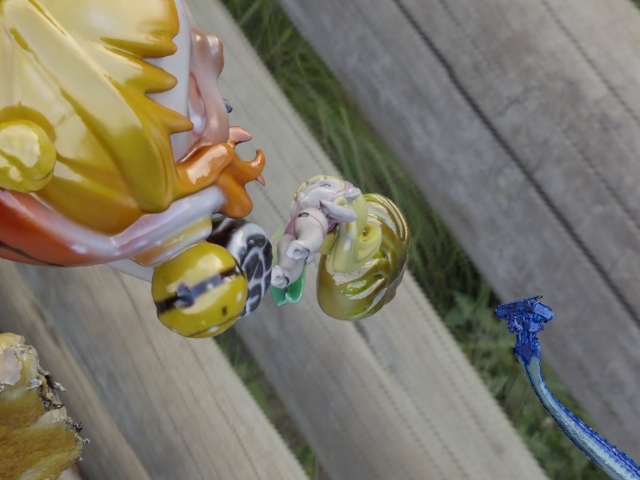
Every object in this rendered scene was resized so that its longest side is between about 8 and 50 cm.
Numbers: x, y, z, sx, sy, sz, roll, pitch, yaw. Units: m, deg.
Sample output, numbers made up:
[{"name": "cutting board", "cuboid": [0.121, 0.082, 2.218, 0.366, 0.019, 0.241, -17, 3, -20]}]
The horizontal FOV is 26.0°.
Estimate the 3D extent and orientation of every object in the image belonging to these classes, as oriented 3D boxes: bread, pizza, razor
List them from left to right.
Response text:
[{"name": "pizza", "cuboid": [-0.199, 0.109, 0.727, 0.147, 0.226, 0.069, -28, 67, -6]}, {"name": "bread", "cuboid": [0.070, 0.028, 2.038, 0.104, 0.213, 0.213, 17, 56, 20]}, {"name": "razor", "cuboid": [0.278, 0.196, 1.370, 0.056, 0.093, 0.324, -39, 94, -14]}]

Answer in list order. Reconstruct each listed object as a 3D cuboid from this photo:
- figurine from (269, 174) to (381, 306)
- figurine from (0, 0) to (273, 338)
[{"name": "figurine", "cuboid": [0.000, 0.000, 1.068, 0.083, 0.083, 0.187, 19, 17, 6]}, {"name": "figurine", "cuboid": [-0.149, -0.081, 0.828, 0.196, 0.323, 0.320, -25, 70, 7]}]
